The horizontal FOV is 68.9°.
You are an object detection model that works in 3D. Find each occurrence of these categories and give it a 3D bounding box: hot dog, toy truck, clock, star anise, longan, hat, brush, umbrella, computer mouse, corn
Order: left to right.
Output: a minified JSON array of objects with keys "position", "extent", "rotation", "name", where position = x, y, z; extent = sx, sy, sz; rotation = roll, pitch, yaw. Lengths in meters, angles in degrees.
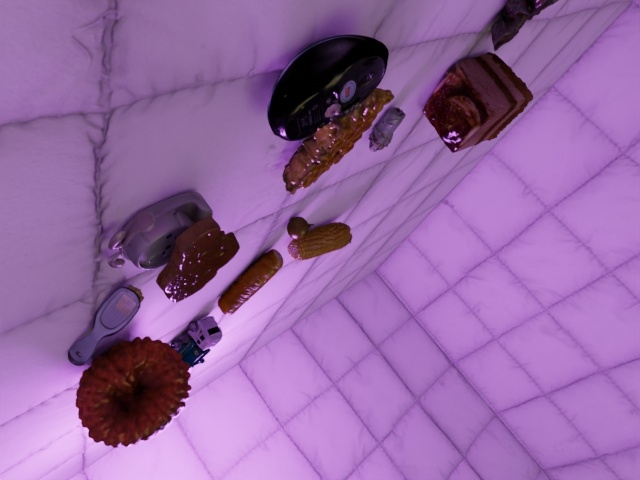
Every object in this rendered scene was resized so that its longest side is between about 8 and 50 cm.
[{"position":[-0.478,0.186,1.049],"extent":[0.297,0.068,0.060],"rotation":[-41,-171,25],"name":"brush"},{"position":[-0.540,0.395,1.323],"extent":[0.285,0.285,0.400],"rotation":[-33,-168,-27],"name":"hat"},{"position":[-0.299,-0.006,0.868],"extent":[0.191,0.062,0.151],"rotation":[-29,164,-35],"name":"clock"},{"position":[-0.432,0.364,1.614],"extent":[0.216,0.116,0.110],"rotation":[-44,166,19],"name":"toy truck"},{"position":[-0.233,0.137,1.511],"extent":[0.289,0.083,0.068],"rotation":[-44,147,17],"name":"hot dog"},{"position":[-0.059,-0.038,1.391],"extent":[0.083,0.075,0.075],"rotation":[-12,168,4],"name":"longan"},{"position":[0.000,0.000,1.644],"extent":[0.305,0.106,0.106],"rotation":[-17,154,-49],"name":"corn"},{"position":[0.004,-0.264,0.777],"extent":[0.233,0.096,0.137],"rotation":[-33,160,-9],"name":"computer mouse"},{"position":[0.169,-0.290,1.237],"extent":[0.143,0.062,0.067],"rotation":[-55,-170,47],"name":"umbrella"},{"position":[0.523,-0.585,1.160],"extent":[0.230,0.081,0.262],"rotation":[-25,172,-46],"name":"star anise"}]

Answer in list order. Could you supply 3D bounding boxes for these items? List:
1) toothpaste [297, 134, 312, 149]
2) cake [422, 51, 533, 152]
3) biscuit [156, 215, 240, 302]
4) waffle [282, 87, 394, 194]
[{"position":[0.002,-0.257,0.940],"extent":[0.052,0.033,0.218],"rotation":[-34,171,-32],"name":"toothpaste"},{"position":[0.419,-0.383,1.326],"extent":[0.293,0.199,0.196],"rotation":[-26,167,-31],"name":"cake"},{"position":[-0.242,0.035,0.926],"extent":[0.183,0.047,0.320],"rotation":[-38,172,-19],"name":"biscuit"},{"position":[0.029,-0.219,0.995],"extent":[0.309,0.065,0.283],"rotation":[-45,178,7],"name":"waffle"}]
